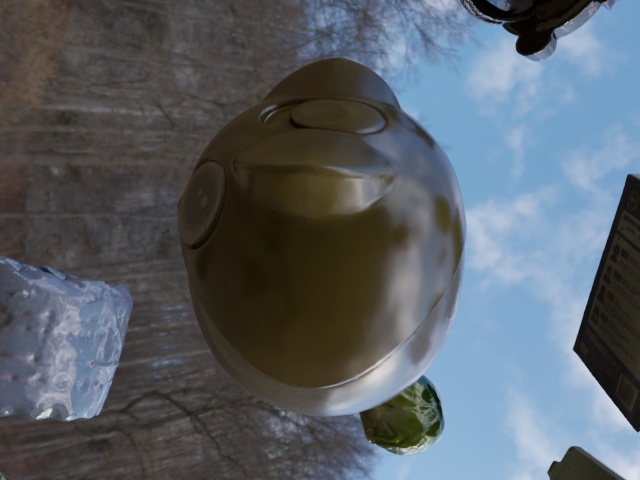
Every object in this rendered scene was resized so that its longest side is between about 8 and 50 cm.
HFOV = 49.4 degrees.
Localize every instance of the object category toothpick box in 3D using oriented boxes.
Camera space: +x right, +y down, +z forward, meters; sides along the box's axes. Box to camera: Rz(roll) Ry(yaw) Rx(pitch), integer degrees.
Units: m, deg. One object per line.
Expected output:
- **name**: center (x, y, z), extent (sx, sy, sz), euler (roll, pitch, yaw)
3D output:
- **toothpick box**: center (0.000, 0.000, 0.989), extent (0.409, 0.409, 0.425), euler (38, -40, 41)

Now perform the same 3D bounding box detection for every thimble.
- **thimble**: center (-0.236, 0.076, 0.562), extent (0.127, 0.151, 0.117), euler (11, -96, 36)

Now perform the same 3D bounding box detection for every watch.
- **watch**: center (0.435, -0.589, 1.383), extent (0.335, 0.327, 0.314), euler (-25, -127, 32)

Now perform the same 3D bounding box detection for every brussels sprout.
- **brussels sprout**: center (0.140, 0.298, 1.195), extent (0.117, 0.155, 0.155), euler (94, -26, -69)

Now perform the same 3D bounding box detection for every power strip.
- **power strip**: center (0.459, 0.432, 1.106), extent (0.118, 0.046, 0.270), euler (-59, -160, 1)

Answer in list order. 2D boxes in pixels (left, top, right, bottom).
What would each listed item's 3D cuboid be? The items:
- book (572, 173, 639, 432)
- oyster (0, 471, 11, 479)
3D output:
- **book**: center (0.623, 0.112, 1.361), extent (0.300, 0.039, 0.427), euler (-101, -162, -66)
- **oyster**: center (-0.412, 0.269, 0.634), extent (0.083, 0.223, 0.214), euler (-46, -155, 31)
